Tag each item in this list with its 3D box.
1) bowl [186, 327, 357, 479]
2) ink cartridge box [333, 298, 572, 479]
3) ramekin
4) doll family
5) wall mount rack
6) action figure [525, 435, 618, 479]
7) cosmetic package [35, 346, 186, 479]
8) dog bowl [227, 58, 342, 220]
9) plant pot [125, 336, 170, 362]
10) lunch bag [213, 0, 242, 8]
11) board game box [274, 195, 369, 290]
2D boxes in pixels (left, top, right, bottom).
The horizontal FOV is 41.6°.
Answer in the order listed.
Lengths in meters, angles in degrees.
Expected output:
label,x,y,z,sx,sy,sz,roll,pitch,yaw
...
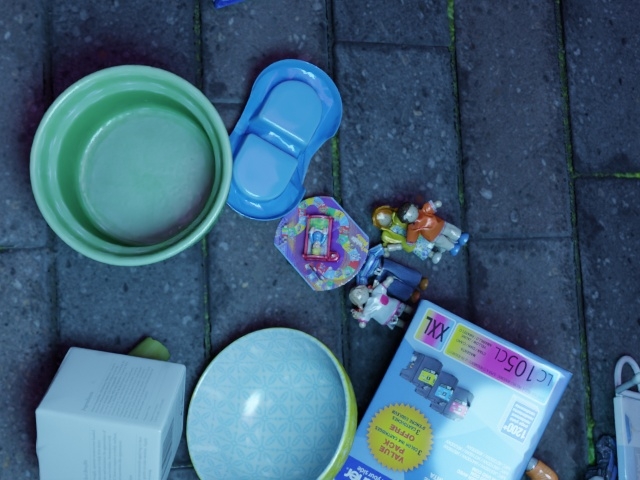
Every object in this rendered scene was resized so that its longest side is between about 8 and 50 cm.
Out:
label,x,y,z,sx,sy,sz,roll,pitch,yaw
bowl,-0.056,0.299,1.377,0.156,0.290,0.289,41,68,-56
ink cartridge box,0.201,0.331,1.389,0.270,0.151,0.395,26,89,13
ramekin,-0.282,-0.109,1.326,0.304,0.148,0.303,0,87,0
doll family,0.128,0.032,1.518,0.163,0.118,0.262,28,95,-20
wall mount rack,0.608,0.374,1.557,0.304,0.131,0.349,18,66,-43
action figure,0.445,0.495,1.570,0.330,0.179,0.341,43,44,-16
cosmetic package,-0.310,0.274,1.264,0.184,0.151,0.151,10,121,1
dog bowl,-0.081,-0.171,1.475,0.166,0.074,0.297,29,76,-13
plant pot,-0.288,0.202,1.373,0.083,0.083,0.079,43,62,-10
lunch bag,-0.085,-0.569,1.494,0.293,0.138,0.220,-23,89,-28
board game box,0.000,0.000,1.464,0.133,0.033,0.168,-41,75,1
